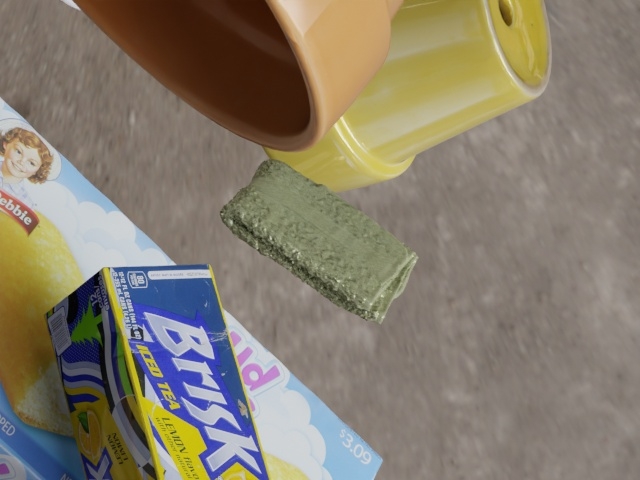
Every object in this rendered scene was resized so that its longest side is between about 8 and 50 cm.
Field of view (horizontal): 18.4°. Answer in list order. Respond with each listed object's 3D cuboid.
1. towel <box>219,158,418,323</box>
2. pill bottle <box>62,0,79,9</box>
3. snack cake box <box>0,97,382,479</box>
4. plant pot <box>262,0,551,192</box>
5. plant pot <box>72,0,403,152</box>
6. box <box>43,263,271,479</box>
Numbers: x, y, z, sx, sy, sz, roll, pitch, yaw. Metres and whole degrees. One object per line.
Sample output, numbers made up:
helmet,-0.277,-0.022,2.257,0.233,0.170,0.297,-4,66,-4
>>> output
towel,0.000,0.000,1.506,0.148,0.110,0.027,34,122,3
pill bottle,-0.220,-0.327,1.850,0.160,0.283,0.160,-7,122,-12
snack cake box,-0.112,0.079,0.917,0.264,0.152,0.089,44,134,-12
plant pot,0.076,-0.188,1.852,0.239,0.254,0.254,-13,110,27
plant pot,-0.037,-0.218,1.035,0.203,0.291,0.291,-44,107,-15
box,-0.060,0.096,0.822,0.059,0.169,0.054,-1,157,-40
